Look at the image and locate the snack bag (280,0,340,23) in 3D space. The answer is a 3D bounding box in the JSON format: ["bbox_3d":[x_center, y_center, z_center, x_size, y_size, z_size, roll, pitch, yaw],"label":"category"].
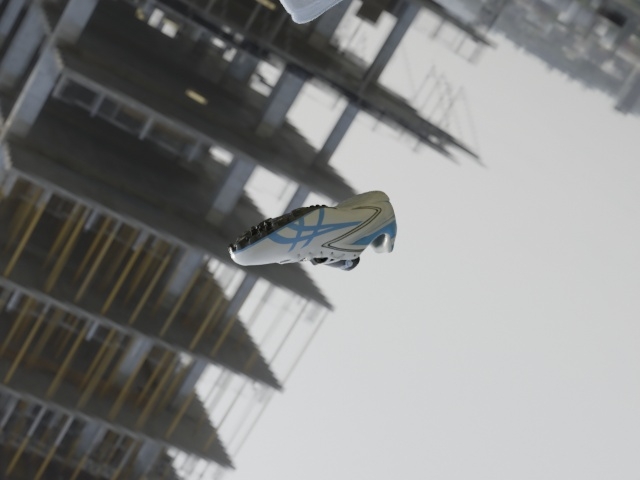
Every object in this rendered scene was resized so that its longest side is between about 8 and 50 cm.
[{"bbox_3d":[0.059,-0.312,0.672,0.342,0.323,0.037,66,177,-36],"label":"snack bag"}]

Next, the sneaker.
[{"bbox_3d":[0.000,0.000,1.421,0.237,0.086,0.085,-14,180,-40],"label":"sneaker"}]
